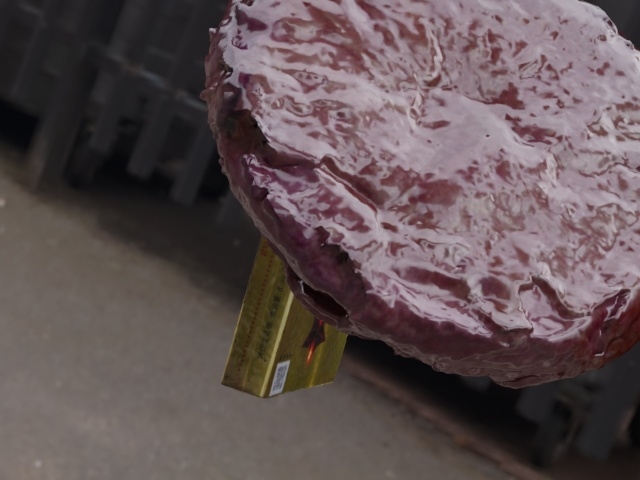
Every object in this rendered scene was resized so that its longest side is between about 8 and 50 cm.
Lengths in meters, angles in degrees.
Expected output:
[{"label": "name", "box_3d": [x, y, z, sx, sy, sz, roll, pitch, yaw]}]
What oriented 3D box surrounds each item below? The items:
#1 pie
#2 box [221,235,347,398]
[{"label": "pie", "box_3d": [0.038, -0.029, 0.451, 0.155, 0.036, 0.154, 11, 56, -16]}, {"label": "box", "box_3d": [0.000, 0.000, 0.697, 0.023, 0.133, 0.090, 18, 7, 20]}]
